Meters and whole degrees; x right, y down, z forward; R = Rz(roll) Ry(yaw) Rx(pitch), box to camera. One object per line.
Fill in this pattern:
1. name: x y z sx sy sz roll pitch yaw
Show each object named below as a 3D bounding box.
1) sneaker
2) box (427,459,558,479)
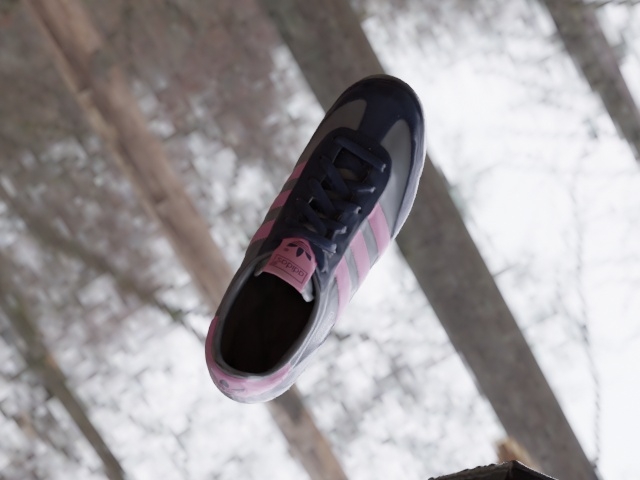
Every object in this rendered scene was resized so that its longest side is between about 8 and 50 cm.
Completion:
1. sneaker: 0.000 0.000 1.713 0.319 0.112 0.131 -65 174 0
2. box: 0.144 0.364 1.110 0.212 0.293 0.396 135 -22 -75
